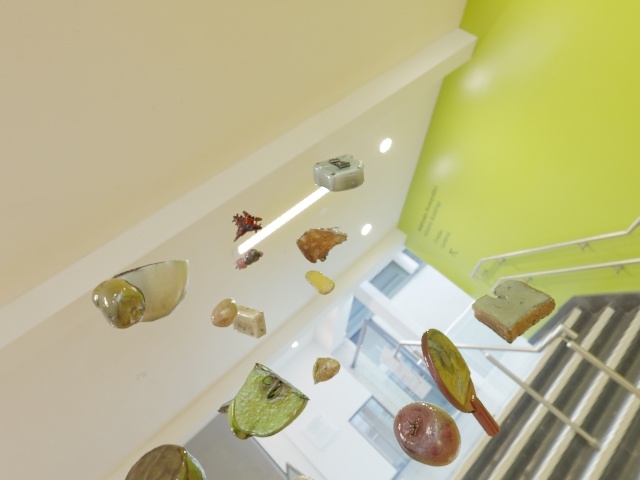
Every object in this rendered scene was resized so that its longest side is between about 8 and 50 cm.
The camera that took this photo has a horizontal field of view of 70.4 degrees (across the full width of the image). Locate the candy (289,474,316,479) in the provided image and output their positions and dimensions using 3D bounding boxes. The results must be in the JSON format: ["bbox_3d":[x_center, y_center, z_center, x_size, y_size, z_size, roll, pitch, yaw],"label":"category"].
[{"bbox_3d":[-0.101,1.163,1.852,0.427,0.186,0.385,146,139,-69],"label":"candy"}]

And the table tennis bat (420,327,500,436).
[{"bbox_3d":[0.351,0.362,1.157,0.038,0.310,0.200,-36,1,29],"label":"table tennis bat"}]

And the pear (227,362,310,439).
[{"bbox_3d":[-0.195,0.612,1.641,0.255,0.239,0.164,-58,-9,-17],"label":"pear"}]

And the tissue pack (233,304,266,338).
[{"bbox_3d":[-0.401,0.453,2.538,0.092,0.197,0.148,-27,-64,-48],"label":"tissue pack"}]

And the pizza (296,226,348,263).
[{"bbox_3d":[0.000,0.000,1.841,0.226,0.147,0.069,-45,12,35],"label":"pizza"}]

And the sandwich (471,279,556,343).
[{"bbox_3d":[0.832,0.294,1.984,0.273,0.249,0.095,-30,-59,-15],"label":"sandwich"}]

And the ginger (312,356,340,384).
[{"bbox_3d":[0.028,0.553,1.955,0.123,0.115,0.193,-9,-11,2],"label":"ginger"}]

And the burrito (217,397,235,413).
[{"bbox_3d":[-0.336,0.665,1.877,0.189,0.045,0.058,-22,-60,-22],"label":"burrito"}]

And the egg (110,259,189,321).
[{"bbox_3d":[-0.643,0.207,1.758,0.338,0.200,0.337,-18,-5,-2],"label":"egg"}]

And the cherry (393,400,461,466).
[{"bbox_3d":[0.421,0.756,1.759,0.221,0.261,0.307,-49,-58,-18],"label":"cherry"}]

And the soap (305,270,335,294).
[{"bbox_3d":[-0.001,0.198,2.197,0.089,0.168,0.033,-35,-39,-16],"label":"soap"}]

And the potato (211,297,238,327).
[{"bbox_3d":[-0.406,0.310,1.943,0.147,0.112,0.112,-70,2,-54],"label":"potato"}]

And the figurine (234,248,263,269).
[{"bbox_3d":[-0.297,0.082,1.876,0.129,0.054,0.072,-38,-38,24],"label":"figurine"}]

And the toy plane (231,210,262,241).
[{"bbox_3d":[-0.320,-0.053,1.885,0.189,0.130,0.061,-42,33,46],"label":"toy plane"}]

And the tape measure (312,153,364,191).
[{"bbox_3d":[0.100,-0.338,2.223,0.243,0.246,0.125,-22,-57,-26],"label":"tape measure"}]

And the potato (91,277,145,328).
[{"bbox_3d":[-0.679,0.205,1.517,0.157,0.194,0.157,-47,-32,-43],"label":"potato"}]

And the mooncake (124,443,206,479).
[{"bbox_3d":[-0.545,0.850,1.553,0.284,0.285,0.155,-42,-60,-20],"label":"mooncake"}]
